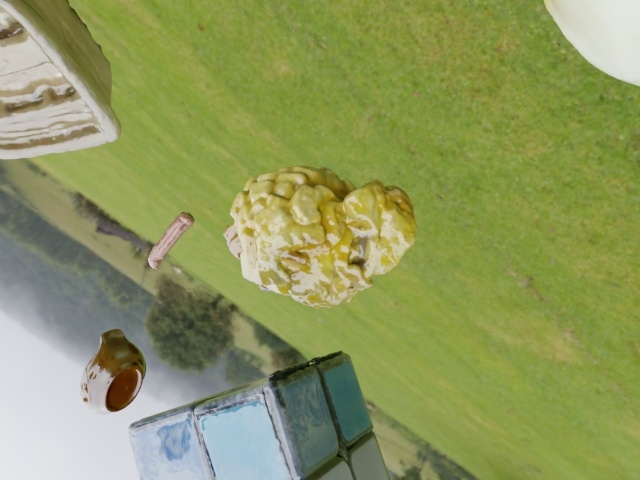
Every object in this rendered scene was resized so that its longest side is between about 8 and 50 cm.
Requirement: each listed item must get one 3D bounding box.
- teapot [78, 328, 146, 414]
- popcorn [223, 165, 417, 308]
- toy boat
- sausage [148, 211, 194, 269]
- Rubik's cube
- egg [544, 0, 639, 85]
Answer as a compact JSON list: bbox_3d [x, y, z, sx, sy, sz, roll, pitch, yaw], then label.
[{"bbox_3d":[-0.302,0.187,0.899,0.078,0.129,0.098,32,-149,29],"label":"teapot"},{"bbox_3d":[0.000,0.000,1.080,0.332,0.225,0.265,-6,129,11],"label":"popcorn"},{"bbox_3d":[-0.214,-0.128,0.394,0.116,0.061,0.188,-8,155,8],"label":"toy boat"},{"bbox_3d":[-0.346,0.000,1.441,0.042,0.158,0.036,40,-168,7],"label":"sausage"},{"bbox_3d":[-0.090,0.398,1.084,0.313,0.318,0.316,-22,168,23],"label":"Rubik's cube"},{"bbox_3d":[0.282,-0.220,0.315,0.345,0.283,0.283,-11,156,10],"label":"egg"}]
